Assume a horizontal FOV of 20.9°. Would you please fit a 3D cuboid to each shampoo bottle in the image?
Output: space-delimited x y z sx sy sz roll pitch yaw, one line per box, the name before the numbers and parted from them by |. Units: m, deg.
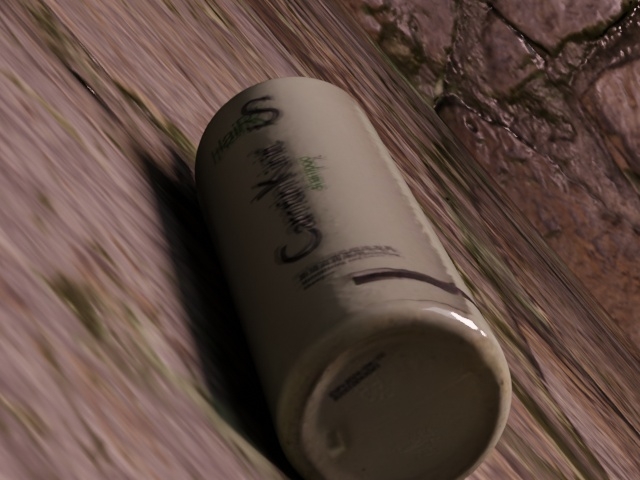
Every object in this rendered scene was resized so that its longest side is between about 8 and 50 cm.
shampoo bottle | 0.000 0.000 0.705 0.085 0.085 0.262 45 11 -29
